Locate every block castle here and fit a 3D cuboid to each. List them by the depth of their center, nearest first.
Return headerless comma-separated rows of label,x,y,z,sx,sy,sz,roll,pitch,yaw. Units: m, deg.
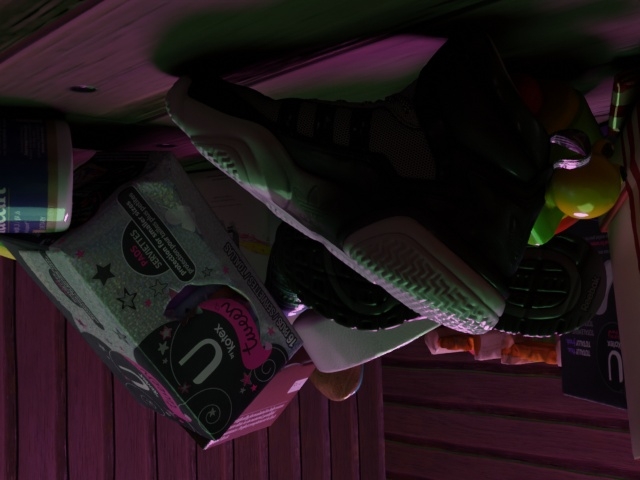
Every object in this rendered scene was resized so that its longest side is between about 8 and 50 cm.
block castle,0.389,0.077,1.507,0.212,0.303,0.453,-1,178,-27

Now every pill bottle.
pill bottle,-0.286,-0.052,0.648,0.169,0.094,0.094,-1,176,-21

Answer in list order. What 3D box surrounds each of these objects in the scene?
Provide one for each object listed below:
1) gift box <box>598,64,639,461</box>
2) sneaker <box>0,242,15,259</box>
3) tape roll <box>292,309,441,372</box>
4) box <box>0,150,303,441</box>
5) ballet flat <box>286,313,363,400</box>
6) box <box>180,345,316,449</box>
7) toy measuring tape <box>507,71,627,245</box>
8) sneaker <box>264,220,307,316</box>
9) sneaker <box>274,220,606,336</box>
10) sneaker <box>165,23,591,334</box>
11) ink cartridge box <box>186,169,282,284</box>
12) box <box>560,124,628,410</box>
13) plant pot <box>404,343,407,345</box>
gift box,0.324,-0.008,0.493,0.254,0.258,0.276,0,160,1
sneaker,-0.369,-0.050,0.820,0.295,0.110,0.123,5,145,-31
tape roll,0.141,0.036,1.069,0.392,0.072,0.392,-32,-177,2
box,-0.162,0.051,0.804,0.163,0.247,0.142,8,-132,51
ballet flat,-0.020,0.074,1.260,0.116,0.343,0.124,-25,146,28
box,-0.204,0.098,1.147,0.381,0.143,0.191,39,-167,21
toy measuring tape,0.119,-0.075,0.643,0.121,0.122,0.330,-1,-167,-24
sneaker,0.000,0.000,0.936,0.110,0.122,0.283,34,-159,8
sneaker,0.099,0.025,0.727,0.286,0.109,0.130,10,-173,16
sneaker,0.032,-0.069,0.515,0.268,0.153,0.101,35,177,27
ink cartridge box,-0.085,0.004,1.024,0.127,0.176,0.128,-3,177,27
box,0.333,0.024,0.817,0.143,0.271,0.165,-1,177,-10
plant pot,0.064,0.069,1.482,0.271,0.272,0.255,-3,175,21
